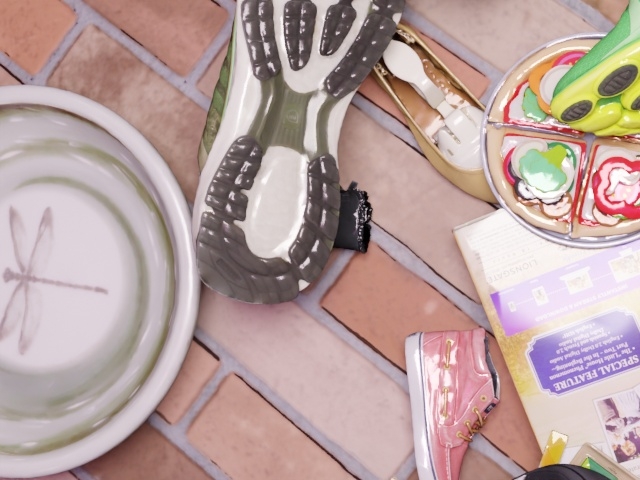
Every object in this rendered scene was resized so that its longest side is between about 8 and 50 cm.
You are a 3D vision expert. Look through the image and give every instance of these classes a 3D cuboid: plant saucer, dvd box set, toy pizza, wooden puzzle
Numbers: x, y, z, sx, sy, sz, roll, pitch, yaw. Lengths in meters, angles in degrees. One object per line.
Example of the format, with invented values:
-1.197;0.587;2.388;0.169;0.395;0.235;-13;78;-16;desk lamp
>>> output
-0.302;0.041;1.016;0.401;0.100;0.400;-1;87;14;plant saucer
0.340;0.126;0.881;0.308;0.062;0.420;-23;82;11;dvd box set
0.245;-0.094;0.871;0.201;0.032;0.201;-2;83;14;toy pizza
0.243;0.227;0.858;0.116;0.014;0.078;29;95;14;wooden puzzle

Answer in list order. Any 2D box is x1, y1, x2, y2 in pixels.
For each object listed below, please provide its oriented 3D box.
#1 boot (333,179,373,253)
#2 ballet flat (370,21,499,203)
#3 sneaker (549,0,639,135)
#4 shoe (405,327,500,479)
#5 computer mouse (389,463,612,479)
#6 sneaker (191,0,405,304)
0.000;0.000;0.975;0.099;0.045;0.121;1;81;16;boot
0.115;-0.127;0.941;0.080;0.073;0.232;-43;79;6;ballet flat
0.308;-0.205;0.799;0.295;0.109;0.123;-46;39;21;sneaker
0.133;0.172;0.925;0.081;0.063;0.178;-9;81;17;shoe
0.149;0.232;0.844;0.184;0.262;0.060;27;50;-7;computer mouse
-0.049;-0.150;0.927;0.158;0.182;0.410;19;87;-23;sneaker
